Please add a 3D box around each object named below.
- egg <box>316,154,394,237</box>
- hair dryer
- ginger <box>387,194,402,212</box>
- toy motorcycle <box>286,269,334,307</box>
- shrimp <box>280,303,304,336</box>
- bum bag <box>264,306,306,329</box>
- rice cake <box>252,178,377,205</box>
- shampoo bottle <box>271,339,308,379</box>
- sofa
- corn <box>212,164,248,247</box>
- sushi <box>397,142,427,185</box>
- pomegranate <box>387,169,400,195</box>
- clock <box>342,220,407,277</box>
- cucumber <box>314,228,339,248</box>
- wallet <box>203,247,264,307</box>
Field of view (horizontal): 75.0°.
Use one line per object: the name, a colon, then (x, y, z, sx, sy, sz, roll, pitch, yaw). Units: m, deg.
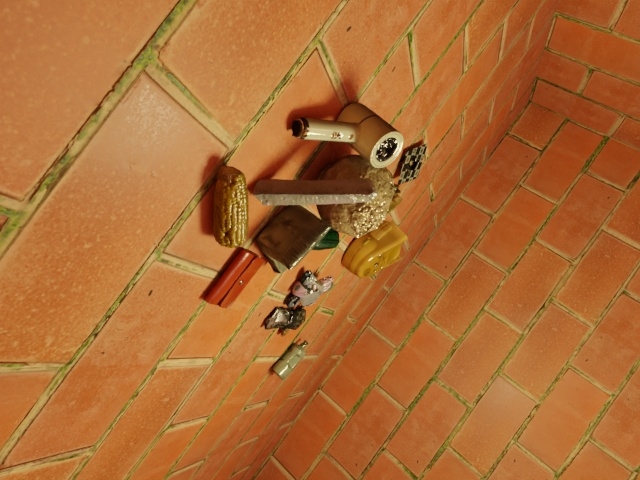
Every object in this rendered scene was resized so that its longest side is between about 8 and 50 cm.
egg: (0.111, -0.156, 1.411, 0.279, 0.278, 0.311, 89, 17, -55)
hair dryer: (0.057, -0.318, 1.225, 0.361, 0.203, 0.128, -7, 135, -38)
ginger: (0.318, -0.164, 2.063, 0.298, 0.065, 0.118, -29, 161, -43)
toy motorcycle: (-0.036, 0.196, 1.826, 0.239, 0.108, 0.204, -36, 151, -37)
shrimp: (-0.133, 0.378, 1.991, 0.190, 0.042, 0.101, -55, 178, 1)
bum bag: (-0.149, 0.349, 1.856, 0.102, 0.069, 0.248, -54, 148, 15)
rice cake: (-0.014, -0.140, 1.209, 0.364, 0.073, 0.056, -3, 147, -11)
shampoo bottle: (-0.153, 0.630, 2.241, 0.234, 0.087, 0.118, -46, 157, -19)
sofa: (-0.079, 0.018, 1.402, 0.210, 0.176, 0.225, -46, 156, -18)
corn: (-0.232, -0.076, 1.080, 0.097, 0.097, 0.262, -35, 150, -37)
sushi: (0.430, -0.373, 2.022, 0.210, 0.040, 0.193, -27, 138, -43)
pomegranate: (0.228, -0.216, 1.650, 0.159, 0.205, 0.159, -13, 115, -31)
clock: (0.265, 0.057, 2.140, 0.317, 0.200, 0.244, -33, 148, -24)
cucumber: (0.000, 0.000, 1.685, 0.243, 0.063, 0.115, -5, 126, -59)
wallet: (-0.273, 0.125, 1.345, 0.204, 0.045, 0.142, -53, 158, -1)
